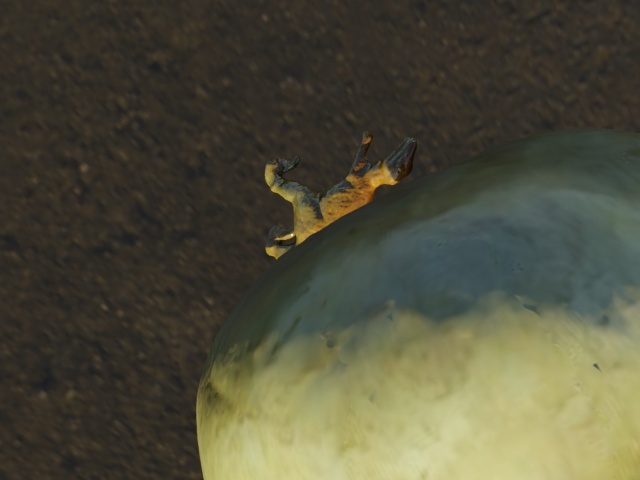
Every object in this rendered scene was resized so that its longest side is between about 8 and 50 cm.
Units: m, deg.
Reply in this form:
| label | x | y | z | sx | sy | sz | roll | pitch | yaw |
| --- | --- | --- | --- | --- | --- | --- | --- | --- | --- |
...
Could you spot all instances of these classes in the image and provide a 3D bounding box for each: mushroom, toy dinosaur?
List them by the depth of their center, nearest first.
| label | x | y | z | sx | sy | sz | roll | pitch | yaw |
| --- | --- | --- | --- | --- | --- | --- | --- | --- | --- |
| mushroom | 0.100 | 0.086 | 0.920 | 0.352 | 0.352 | 0.260 | -31 | 89 | 6 |
| toy dinosaur | 0.000 | 0.000 | 1.192 | 0.126 | 0.039 | 0.162 | 2 | 68 | 46 |
